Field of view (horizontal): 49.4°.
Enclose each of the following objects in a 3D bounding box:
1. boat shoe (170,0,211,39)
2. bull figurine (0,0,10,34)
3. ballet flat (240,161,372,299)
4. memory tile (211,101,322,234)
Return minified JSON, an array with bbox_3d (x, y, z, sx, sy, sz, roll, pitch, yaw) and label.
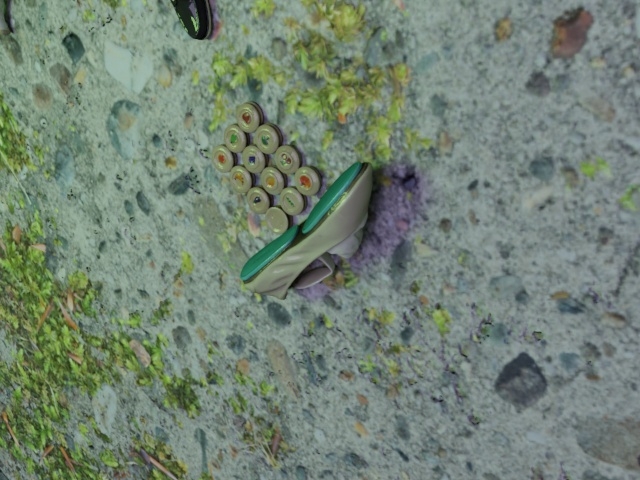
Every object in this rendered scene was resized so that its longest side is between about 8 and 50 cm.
[{"bbox_3d":[-0.172,-0.305,0.839,0.048,0.042,0.133,-11,104,34],"label":"boat shoe"},{"bbox_3d":[-0.522,-0.410,0.996,0.310,0.101,0.189,35,126,18],"label":"bull figurine"},{"bbox_3d":[0.000,0.000,0.830,0.248,0.086,0.086,-39,85,39],"label":"ballet flat"},{"bbox_3d":[-0.071,-0.089,0.874,0.148,0.012,0.113,48,127,9],"label":"memory tile"}]
